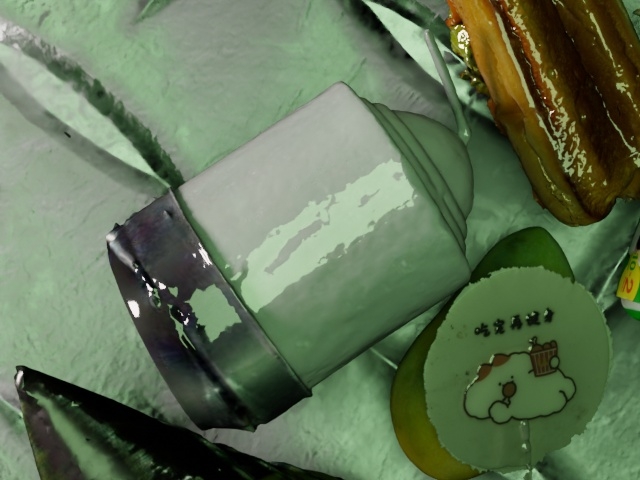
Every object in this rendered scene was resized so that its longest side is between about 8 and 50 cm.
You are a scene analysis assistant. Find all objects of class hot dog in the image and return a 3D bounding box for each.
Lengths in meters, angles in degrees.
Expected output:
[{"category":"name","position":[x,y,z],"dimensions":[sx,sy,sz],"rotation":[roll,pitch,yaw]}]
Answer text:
[{"category":"hot dog","position":[0.192,-0.179,1.504],"dimensions":[0.158,0.117,0.349],"rotation":[-32,98,-27]}]

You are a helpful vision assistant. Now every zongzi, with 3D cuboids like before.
[{"category":"zongzi","position":[-0.121,0.243,1.390],"dimensions":[0.319,0.383,0.362],"rotation":[-39,89,-6]}]

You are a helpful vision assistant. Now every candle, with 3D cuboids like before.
[{"category":"candle","position":[0.000,0.000,1.456],"dimensions":[0.342,0.221,0.221],"rotation":[-32,91,-1]}]

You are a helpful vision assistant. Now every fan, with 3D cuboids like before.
[{"category":"fan","position":[0.182,0.180,1.490],"dimensions":[0.191,0.009,0.329],"rotation":[-11,106,-22]}]

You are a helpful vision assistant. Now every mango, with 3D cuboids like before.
[{"category":"mango","position":[0.157,0.108,1.520],"dimensions":[0.137,0.091,0.237],"rotation":[40,91,-13]}]

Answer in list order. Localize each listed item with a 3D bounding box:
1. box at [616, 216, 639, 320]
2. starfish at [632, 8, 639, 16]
[{"category":"box","position":[0.394,0.012,1.481],"dimensions":[0.250,0.103,0.180],"rotation":[14,91,-22]},{"category":"starfish","position":[0.337,-0.145,1.531],"dimensions":[0.130,0.041,0.133],"rotation":[20,49,-35]}]
